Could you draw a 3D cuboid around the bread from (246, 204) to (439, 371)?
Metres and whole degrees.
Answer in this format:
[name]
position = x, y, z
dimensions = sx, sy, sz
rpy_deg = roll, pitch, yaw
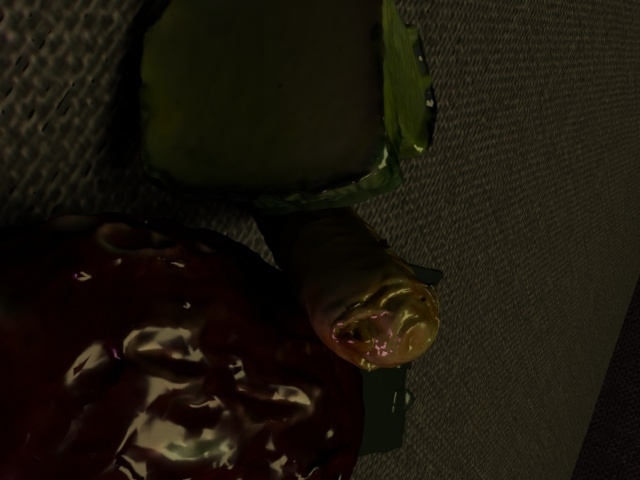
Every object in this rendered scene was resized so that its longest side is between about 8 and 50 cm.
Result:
[bread]
position = 0.001, 0.001, 0.680
dimensions = 0.084, 0.367, 0.077
rpy_deg = -11, 111, -10

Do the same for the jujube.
[jujube]
position = -0.106, 0.115, 0.607
dimensions = 0.258, 0.259, 0.377
rpy_deg = -70, 157, -10

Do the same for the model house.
[model house]
position = -0.015, -0.094, 0.690
dimensions = 0.211, 0.194, 0.170
rpy_deg = 23, 62, -70

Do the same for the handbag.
[handbag]
position = 0.059, 0.138, 1.059
dimensions = 0.260, 0.079, 0.247
rpy_deg = 14, 91, -62
